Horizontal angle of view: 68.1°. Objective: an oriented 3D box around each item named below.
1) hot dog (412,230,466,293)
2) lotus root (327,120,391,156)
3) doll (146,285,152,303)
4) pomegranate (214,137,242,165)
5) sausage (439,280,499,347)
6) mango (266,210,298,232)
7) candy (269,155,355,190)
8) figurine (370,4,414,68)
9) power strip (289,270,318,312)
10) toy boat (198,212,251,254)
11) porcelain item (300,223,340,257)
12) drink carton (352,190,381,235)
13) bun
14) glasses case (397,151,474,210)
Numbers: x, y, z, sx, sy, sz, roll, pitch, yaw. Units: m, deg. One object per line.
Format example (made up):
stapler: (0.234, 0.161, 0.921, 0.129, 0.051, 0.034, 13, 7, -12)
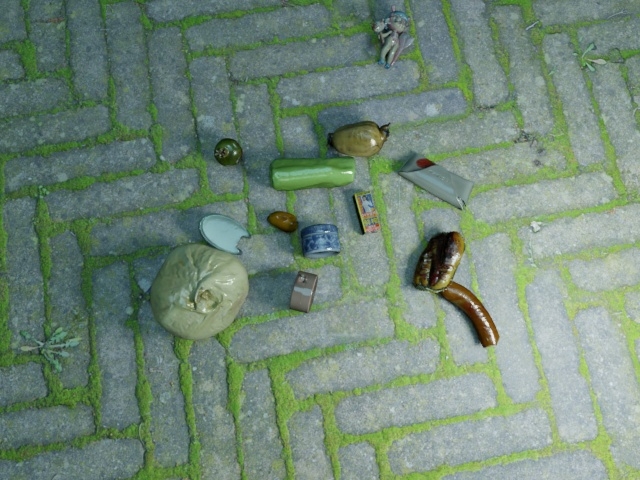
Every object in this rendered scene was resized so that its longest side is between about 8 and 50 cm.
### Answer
hot dog: (0.447, 0.079, 1.802, 0.162, 0.081, 0.271, 12, 70, 45)
lotus root: (0.158, -0.402, 1.892, 0.256, 0.154, 0.140, -1, 116, 15)
doll: (-0.586, 0.154, 1.813, 0.102, 0.075, 0.228, 35, 92, 16)
pomegranate: (-0.373, -0.351, 1.882, 0.114, 0.142, 0.115, 2, 101, 10)
sausage: (0.568, 0.265, 1.792, 0.102, 0.076, 0.302, -36, 81, -8)
mango: (-0.149, -0.077, 1.865, 0.126, 0.063, 0.077, 20, 87, 5)
candy: (-0.033, -0.271, 1.868, 0.342, 0.142, 0.132, -4, 66, -2)
figurine: (0.281, -0.860, 1.999, 0.205, 0.102, 0.260, 20, 82, -22)
power strip: (-0.060, 0.190, 1.764, 0.078, 0.154, 0.154, 15, 79, 5)
toy boat: (-0.381, -0.028, 1.858, 0.207, 0.079, 0.134, 26, 87, -6)
porcelain item: (0.000, 0.000, 1.808, 0.147, 0.147, 0.114, -7, 77, -2)
drink carton: (0.182, -0.109, 1.878, 0.071, 0.056, 0.166, -12, 79, -11)
bun: (-0.432, 0.180, 1.705, 0.360, 0.213, 0.362, 1, 87, -17)
glasses case: (0.469, -0.246, 1.892, 0.307, 0.083, 0.128, 30, 80, 5)
